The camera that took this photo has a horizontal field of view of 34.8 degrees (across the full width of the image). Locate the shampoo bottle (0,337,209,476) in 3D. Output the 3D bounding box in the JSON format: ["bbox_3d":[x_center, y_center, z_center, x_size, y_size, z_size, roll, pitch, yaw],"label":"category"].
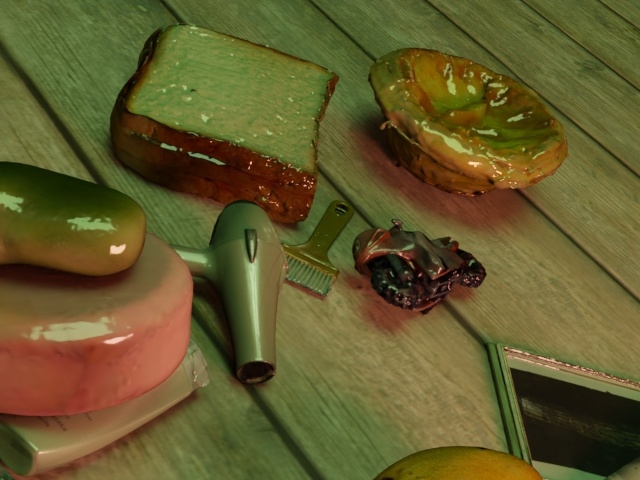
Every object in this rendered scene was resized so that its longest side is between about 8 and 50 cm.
[{"bbox_3d":[-0.188,0.142,0.906,0.072,0.049,0.212,25,30,27],"label":"shampoo bottle"}]

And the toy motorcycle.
[{"bbox_3d":[0.116,0.026,1.236,0.118,0.084,0.212,41,29,26],"label":"toy motorcycle"}]

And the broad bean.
[{"bbox_3d":[-0.236,-0.015,0.865,0.174,0.082,0.124,13,22,-12],"label":"broad bean"}]

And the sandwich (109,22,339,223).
[{"bbox_3d":[-0.123,-0.163,1.336,0.271,0.099,0.301,16,37,-5],"label":"sandwich"}]

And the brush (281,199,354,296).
[{"bbox_3d":[0.000,0.000,1.263,0.082,0.010,0.218,26,32,3],"label":"brush"}]

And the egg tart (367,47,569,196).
[{"bbox_3d":[0.207,-0.166,1.516,0.341,0.132,0.341,17,32,-11],"label":"egg tart"}]

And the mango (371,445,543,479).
[{"bbox_3d":[0.104,0.261,0.876,0.157,0.109,0.262,30,27,27],"label":"mango"}]

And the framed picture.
[{"bbox_3d":[0.337,0.223,1.156,0.293,0.018,0.231,15,34,-13],"label":"framed picture"}]

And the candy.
[{"bbox_3d":[-0.236,0.055,0.910,0.255,0.094,0.255,5,24,-2],"label":"candy"}]

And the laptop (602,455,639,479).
[{"bbox_3d":[0.414,0.292,1.076,0.269,0.015,0.187,-17,56,-39],"label":"laptop"}]

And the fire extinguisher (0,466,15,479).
[{"bbox_3d":[-0.167,0.255,0.727,0.269,0.104,0.105,31,33,9],"label":"fire extinguisher"}]

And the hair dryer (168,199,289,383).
[{"bbox_3d":[-0.122,0.059,1.059,0.225,0.088,0.219,-14,51,-26],"label":"hair dryer"}]
